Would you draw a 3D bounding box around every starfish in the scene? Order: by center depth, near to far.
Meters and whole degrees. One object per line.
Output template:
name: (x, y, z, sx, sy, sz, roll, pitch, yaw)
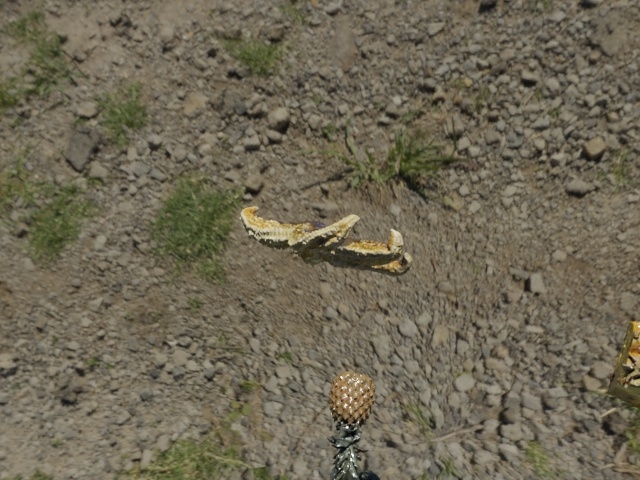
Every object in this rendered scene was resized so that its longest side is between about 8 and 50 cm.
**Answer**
starfish: (-0.001, 0.002, 0.821, 0.238, 0.216, 0.071, 20, 80, 17)

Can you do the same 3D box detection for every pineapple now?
pineapple: (0.322, 0.138, 0.657, 0.077, 0.114, 0.114, -19, 73, 27)
pineapple: (0.031, 0.212, 0.721, 0.058, 0.058, 0.124, 1, 59, 11)

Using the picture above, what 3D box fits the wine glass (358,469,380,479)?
wine glass: (0.073, 0.485, 1.081, 0.103, 0.222, 0.103, -6, 27, 3)
